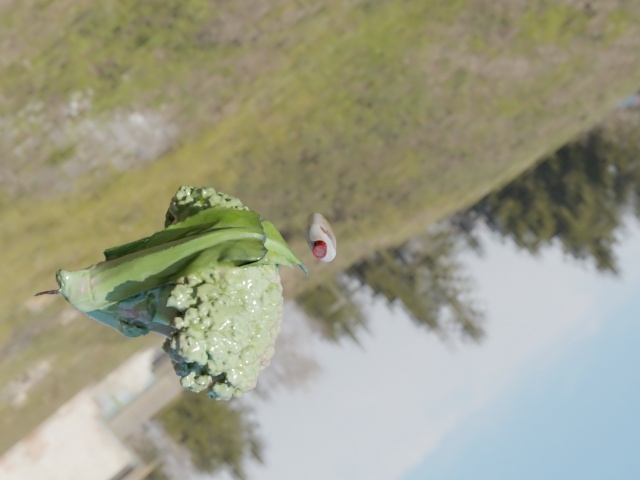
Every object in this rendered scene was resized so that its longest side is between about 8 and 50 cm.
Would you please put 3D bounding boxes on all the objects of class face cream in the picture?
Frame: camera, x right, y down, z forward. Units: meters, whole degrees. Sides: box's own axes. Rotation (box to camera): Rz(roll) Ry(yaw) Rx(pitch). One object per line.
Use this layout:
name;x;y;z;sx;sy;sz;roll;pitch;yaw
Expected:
face cream;0.000;0.000;1.553;0.021;0.040;0.083;-30;-167;8

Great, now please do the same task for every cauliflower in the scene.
cauliflower;-0.172;0.061;1.973;0.315;0.256;0.239;-1;173;1
